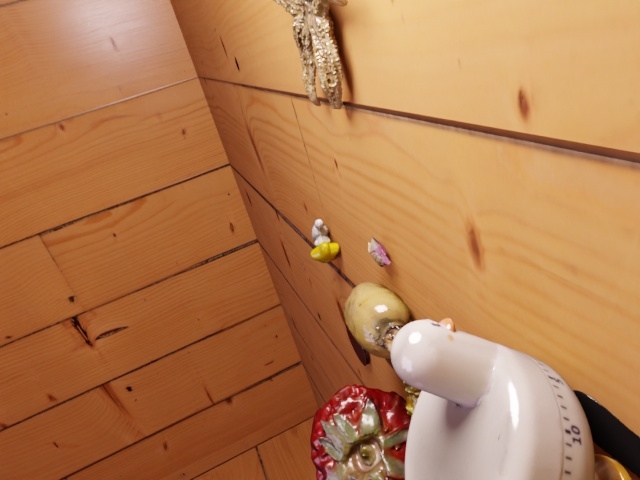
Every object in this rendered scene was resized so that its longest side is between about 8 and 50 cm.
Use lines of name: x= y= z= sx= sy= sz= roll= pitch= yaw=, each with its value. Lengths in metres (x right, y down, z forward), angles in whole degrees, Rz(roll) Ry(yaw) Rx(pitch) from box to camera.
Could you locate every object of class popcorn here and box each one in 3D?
popcorn: x=0.195 y=0.281 z=0.856 sx=0.109 sy=0.089 sz=0.097 roll=78 pitch=175 yaw=-50

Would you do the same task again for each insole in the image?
insole: x=0.323 y=0.224 z=0.416 sx=0.253 sy=0.005 sz=0.086 roll=46 pitch=155 yaw=57

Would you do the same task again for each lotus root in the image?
lotus root: x=0.116 y=0.156 z=0.891 sx=0.125 sy=0.118 sz=0.221 roll=54 pitch=176 yaw=-26

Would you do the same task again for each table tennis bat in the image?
table tennis bat: x=0.104 y=0.280 z=1.345 sx=0.130 sy=0.019 sz=0.220 roll=58 pitch=165 yaw=37

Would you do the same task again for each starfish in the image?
starfish: x=-0.030 y=-0.358 z=0.719 sx=0.303 sy=0.060 sz=0.299 roll=60 pitch=172 yaw=6

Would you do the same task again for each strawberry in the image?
strawberry: x=0.153 y=0.504 z=1.100 sx=0.317 sy=0.295 sz=0.345 roll=36 pitch=-176 yaw=35

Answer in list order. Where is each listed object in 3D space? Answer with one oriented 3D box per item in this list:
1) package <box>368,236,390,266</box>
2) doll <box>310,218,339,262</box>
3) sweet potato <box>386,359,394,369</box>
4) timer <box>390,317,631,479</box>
package: x=0.108 y=0.023 z=0.881 sx=0.059 sy=0.029 sz=0.083 roll=58 pitch=176 yaw=7
doll: x=0.000 y=0.003 z=1.208 sx=0.135 sy=0.071 sz=0.113 roll=173 pitch=82 yaw=-81
sweet potato: x=0.134 y=0.213 z=1.052 sx=0.195 sy=0.056 sz=0.056 roll=62 pitch=167 yaw=-1
timer: x=0.163 y=0.219 z=0.513 sx=0.233 sy=0.240 sz=0.234 roll=-158 pitch=90 yaw=-81
